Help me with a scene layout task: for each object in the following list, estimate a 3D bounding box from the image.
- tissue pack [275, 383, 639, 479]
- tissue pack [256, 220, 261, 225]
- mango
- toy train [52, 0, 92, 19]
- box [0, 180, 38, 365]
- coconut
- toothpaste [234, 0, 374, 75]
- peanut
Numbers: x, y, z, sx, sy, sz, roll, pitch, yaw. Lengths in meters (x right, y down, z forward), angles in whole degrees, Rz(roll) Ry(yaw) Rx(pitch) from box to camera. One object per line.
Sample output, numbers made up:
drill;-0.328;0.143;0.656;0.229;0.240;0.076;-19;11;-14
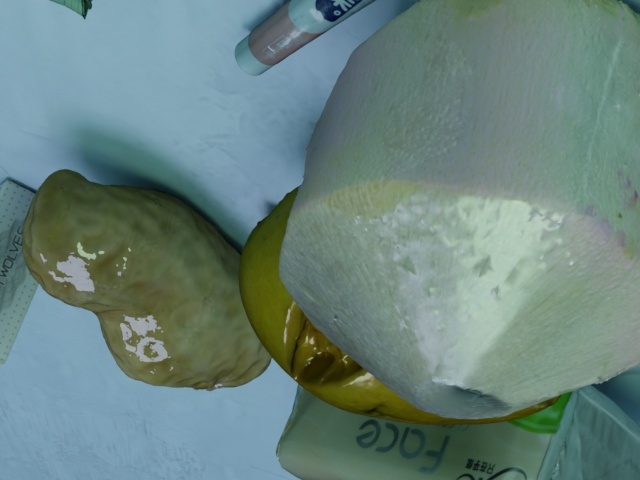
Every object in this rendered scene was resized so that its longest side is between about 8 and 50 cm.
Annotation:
tissue pack;0.200;0.283;1.556;0.405;0.205;0.332;6;156;46
tissue pack;0.000;0.000;1.392;0.138;0.028;0.085;10;157;5
mango;0.094;0.063;1.215;0.365;0.253;0.182;21;129;-23
toy train;-0.211;-0.228;1.063;0.056;0.038;0.093;20;154;1
box;-0.450;0.073;1.599;0.095;0.210;0.330;29;152;-23
coconut;0.123;-0.015;0.954;0.298;0.309;0.297;14;151;8
toothpaste;-0.001;-0.187;1.020;0.056;0.036;0.205;30;147;-26
peanut;-0.187;0.054;1.424;0.170;0.192;0.387;8;155;40
